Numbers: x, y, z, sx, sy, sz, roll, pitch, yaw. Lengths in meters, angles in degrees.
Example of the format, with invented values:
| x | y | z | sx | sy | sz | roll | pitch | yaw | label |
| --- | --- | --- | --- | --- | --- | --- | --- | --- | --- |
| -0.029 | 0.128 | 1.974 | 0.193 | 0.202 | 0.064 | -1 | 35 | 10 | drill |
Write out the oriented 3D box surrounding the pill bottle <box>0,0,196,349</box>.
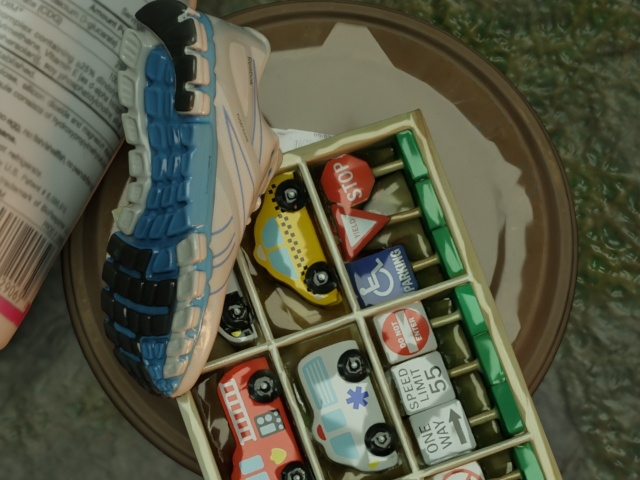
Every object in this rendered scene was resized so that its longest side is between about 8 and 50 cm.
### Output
| x | y | z | sx | sy | sz | roll | pitch | yaw | label |
| --- | --- | --- | --- | --- | --- | --- | --- | --- | --- |
| -0.162 | -0.101 | 0.968 | 0.160 | 0.160 | 0.283 | 28 | 79 | 4 | pill bottle |

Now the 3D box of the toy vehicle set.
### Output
| x | y | z | sx | sy | sz | roll | pitch | yaw | label |
| --- | --- | --- | --- | --- | --- | --- | --- | --- | --- |
| 0.018 | 0.084 | 0.959 | 0.166 | 0.035 | 0.266 | -20 | 80 | -5 | toy vehicle set |

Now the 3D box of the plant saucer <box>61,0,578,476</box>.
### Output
| x | y | z | sx | sy | sz | roll | pitch | yaw | label |
| --- | --- | --- | --- | --- | --- | --- | --- | --- | --- |
| 0.000 | 0.000 | 1.015 | 0.278 | 0.041 | 0.277 | 0 | 79 | 0 | plant saucer |

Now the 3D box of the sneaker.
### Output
| x | y | z | sx | sy | sz | roll | pitch | yaw | label |
| --- | --- | --- | --- | --- | --- | --- | --- | --- | --- |
| -0.053 | -0.018 | 0.927 | 0.071 | 0.083 | 0.190 | 12 | 97 | 43 | sneaker |
